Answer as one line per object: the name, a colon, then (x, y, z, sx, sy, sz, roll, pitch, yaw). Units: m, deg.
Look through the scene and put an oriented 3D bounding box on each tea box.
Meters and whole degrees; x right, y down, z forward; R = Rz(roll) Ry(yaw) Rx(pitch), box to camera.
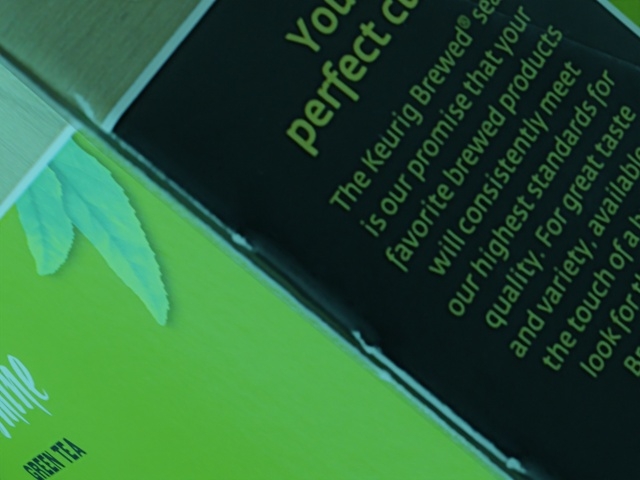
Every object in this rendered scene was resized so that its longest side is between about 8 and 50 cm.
tea box: (0.087, -0.030, 0.533, 0.329, 0.323, 0.220, -54, 9, -29)
